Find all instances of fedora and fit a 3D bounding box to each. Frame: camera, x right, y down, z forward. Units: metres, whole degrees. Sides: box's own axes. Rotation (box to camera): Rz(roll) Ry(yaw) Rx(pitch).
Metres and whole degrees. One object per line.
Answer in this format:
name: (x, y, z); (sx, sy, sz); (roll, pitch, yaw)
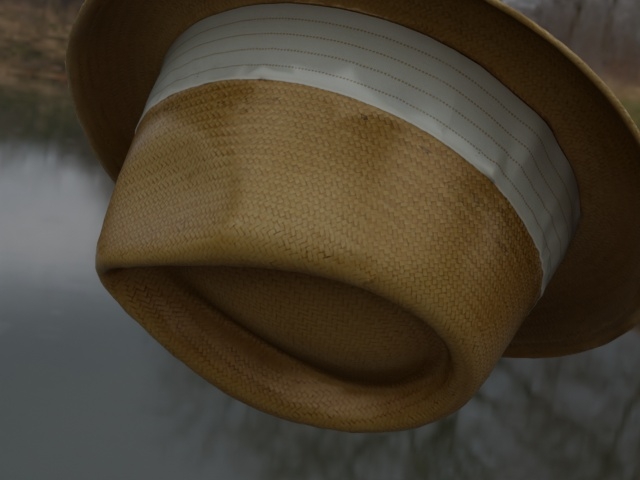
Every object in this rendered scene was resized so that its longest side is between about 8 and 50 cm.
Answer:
fedora: (0.000, 0.000, 0.384); (0.194, 0.194, 0.079); (12, 54, 22)
